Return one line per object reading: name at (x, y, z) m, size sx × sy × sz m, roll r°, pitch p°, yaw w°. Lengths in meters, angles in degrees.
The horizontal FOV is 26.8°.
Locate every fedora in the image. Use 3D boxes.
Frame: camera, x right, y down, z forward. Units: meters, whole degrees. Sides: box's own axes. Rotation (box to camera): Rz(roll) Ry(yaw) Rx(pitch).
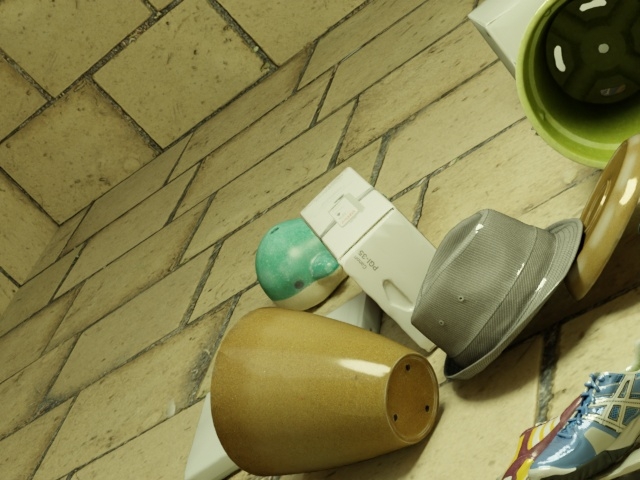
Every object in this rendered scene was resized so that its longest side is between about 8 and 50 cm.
fedora at (0.209, 0.050, 1.753) m, size 0.275 × 0.124 × 0.244 m, roll -52°, pitch 6°, yaw 41°

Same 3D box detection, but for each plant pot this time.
plant pot at (0.419, -0.264, 1.957) m, size 0.276 × 0.276 × 0.254 m, roll -38°, pitch 8°, yaw 15°
plant pot at (0.024, 0.208, 1.800) m, size 0.254 × 0.237 × 0.237 m, roll -2°, pitch 43°, yaw 41°
plant pot at (0.361, -0.037, 1.707) m, size 0.236 × 0.032 × 0.236 m, roll 25°, pitch -90°, yaw -87°

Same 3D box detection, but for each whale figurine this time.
whale figurine at (0.000, 0.000, 2.368) m, size 0.272 × 0.141 × 0.216 m, roll -39°, pitch 19°, yaw 12°

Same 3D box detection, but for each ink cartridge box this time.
ink cartridge box at (0.101, 0.023, 2.012) m, size 0.117 × 0.207 × 0.283 m, roll -44°, pitch 19°, yaw 2°

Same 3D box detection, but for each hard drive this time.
hard drive at (-0.057, 0.235, 2.125) m, size 0.353 × 0.047 × 0.233 m, roll -34°, pitch 21°, yaw 23°

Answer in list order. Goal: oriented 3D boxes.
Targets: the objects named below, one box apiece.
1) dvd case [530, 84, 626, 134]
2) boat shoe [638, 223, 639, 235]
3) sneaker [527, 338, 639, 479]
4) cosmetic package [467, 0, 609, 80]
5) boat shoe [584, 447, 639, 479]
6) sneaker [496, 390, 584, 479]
dvd case at (0.456, -0.259, 2.192) m, size 0.221 × 0.018 × 0.164 m, roll -49°, pitch 20°, yaw -17°
boat shoe at (0.431, -0.023, 1.570) m, size 0.113 × 0.127 × 0.340 m, roll -29°, pitch 30°, yaw 6°
sneaker at (0.293, 0.183, 1.404) m, size 0.211 × 0.081 × 0.080 m, roll -34°, pitch 2°, yaw -18°
cosmetic package at (0.448, -0.400, 2.189) m, size 0.365 × 0.197 × 0.155 m, roll -37°, pitch 18°, yaw 6°
boat shoe at (0.303, 0.248, 1.380) m, size 0.125 × 0.038 × 0.046 m, roll -31°, pitch 3°, yaw 30°
sneaker at (0.266, 0.213, 1.480) m, size 0.185 × 0.069 × 0.084 m, roll -45°, pitch 24°, yaw -8°
